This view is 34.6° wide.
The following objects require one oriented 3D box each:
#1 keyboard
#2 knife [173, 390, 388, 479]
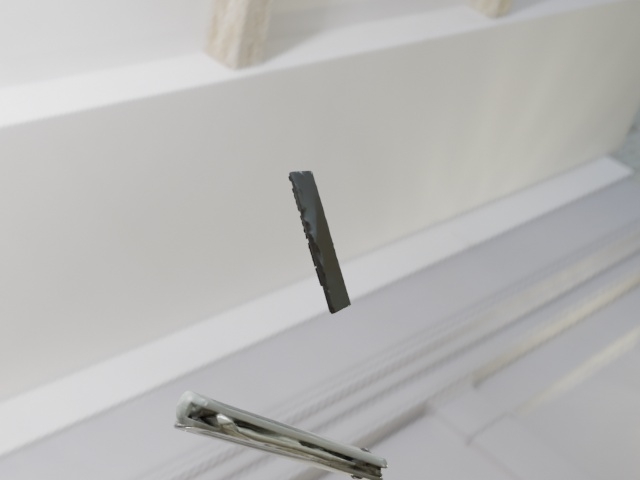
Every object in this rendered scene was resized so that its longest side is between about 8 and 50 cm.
[{"bbox_3d":[-0.002,0.001,1.389,0.015,0.196,0.074,-16,0,20],"label":"keyboard"},{"bbox_3d":[-0.035,0.214,1.090,0.266,0.073,0.040,25,-104,-32],"label":"knife"}]
